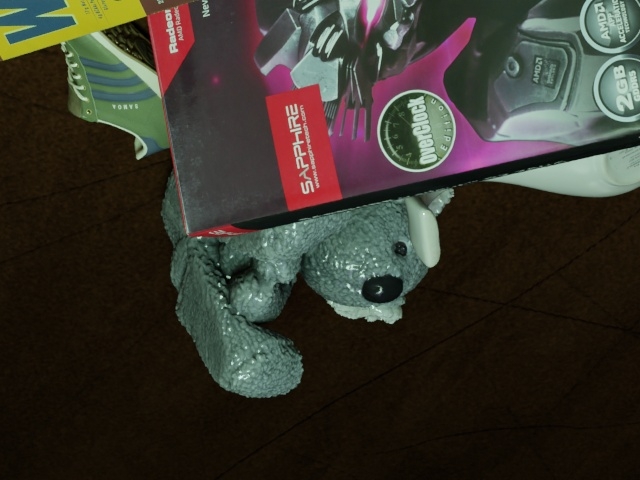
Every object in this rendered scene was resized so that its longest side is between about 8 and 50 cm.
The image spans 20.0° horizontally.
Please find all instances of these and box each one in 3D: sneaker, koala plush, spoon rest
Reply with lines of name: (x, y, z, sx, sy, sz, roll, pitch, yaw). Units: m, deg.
sneaker: (-0.173, -0.130, 1.424, 0.086, 0.064, 0.192, -37, 127, 19)
koala plush: (0.000, 0.000, 1.503, 0.221, 0.203, 0.196, -1, 122, -30)
spoon rest: (0.179, -0.071, 1.461, 0.276, 0.084, 0.137, -24, 129, -20)

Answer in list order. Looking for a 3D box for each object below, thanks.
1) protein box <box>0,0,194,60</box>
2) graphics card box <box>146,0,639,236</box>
protein box: (-0.186, -0.245, 1.234, 0.199, 0.201, 0.136, -16, 130, 10)
graphics card box: (0.062, -0.148, 1.269, 0.370, 0.233, 0.094, -11, 175, 20)
